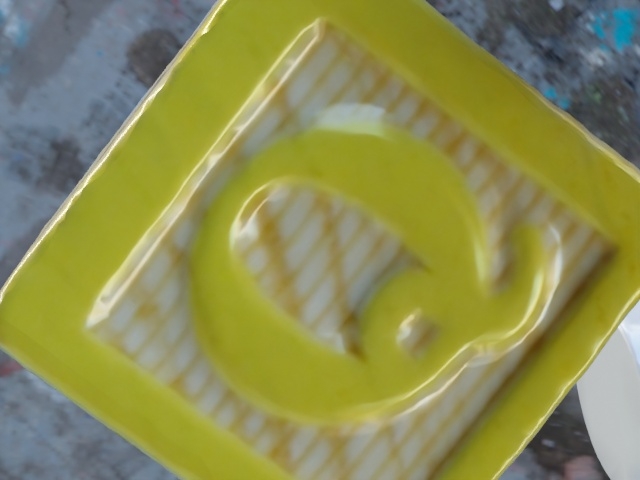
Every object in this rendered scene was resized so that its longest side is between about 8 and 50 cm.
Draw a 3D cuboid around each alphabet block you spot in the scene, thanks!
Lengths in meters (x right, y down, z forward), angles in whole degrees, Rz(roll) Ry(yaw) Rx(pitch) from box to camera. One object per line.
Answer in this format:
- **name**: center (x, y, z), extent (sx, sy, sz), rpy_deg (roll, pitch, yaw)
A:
- **alphabet block**: center (0.000, 0.000, 0.661), extent (0.192, 0.197, 0.193), rpy_deg (36, 93, -8)

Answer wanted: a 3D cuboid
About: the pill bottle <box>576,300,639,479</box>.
- **pill bottle**: center (0.451, 0.104, 1.452), extent (0.407, 0.229, 0.229), rpy_deg (-11, 76, -10)
